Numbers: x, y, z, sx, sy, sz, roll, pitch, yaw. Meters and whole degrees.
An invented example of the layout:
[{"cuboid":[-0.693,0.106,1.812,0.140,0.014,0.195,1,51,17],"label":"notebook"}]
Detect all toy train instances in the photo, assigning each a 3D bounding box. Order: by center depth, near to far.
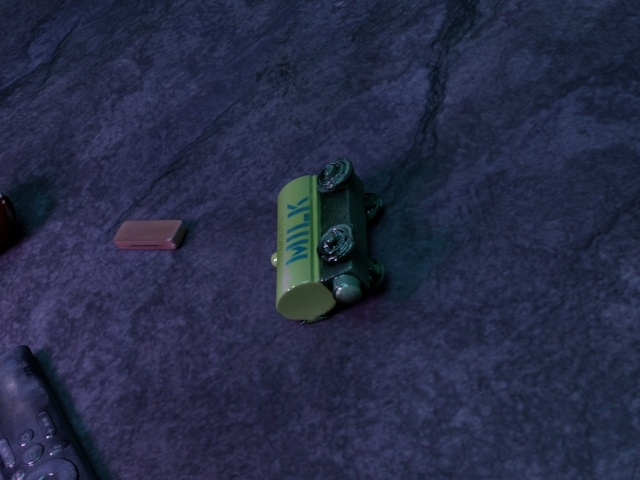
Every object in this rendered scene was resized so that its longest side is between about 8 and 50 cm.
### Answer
[{"cuboid":[0.000,0.000,1.285,0.157,0.105,0.253,-26,40,22],"label":"toy train"}]

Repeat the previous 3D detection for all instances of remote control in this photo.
[{"cuboid":[-0.375,0.277,1.248,0.107,0.044,0.377,-39,44,-6],"label":"remote control"}]

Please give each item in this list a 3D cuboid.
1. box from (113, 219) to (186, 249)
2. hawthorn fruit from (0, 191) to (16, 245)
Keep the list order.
[{"cuboid":[-0.264,-0.009,1.471,0.115,0.025,0.048,-1,45,26],"label":"box"},{"cuboid":[-0.592,-0.025,1.575,0.148,0.148,0.172,32,87,42],"label":"hawthorn fruit"}]
